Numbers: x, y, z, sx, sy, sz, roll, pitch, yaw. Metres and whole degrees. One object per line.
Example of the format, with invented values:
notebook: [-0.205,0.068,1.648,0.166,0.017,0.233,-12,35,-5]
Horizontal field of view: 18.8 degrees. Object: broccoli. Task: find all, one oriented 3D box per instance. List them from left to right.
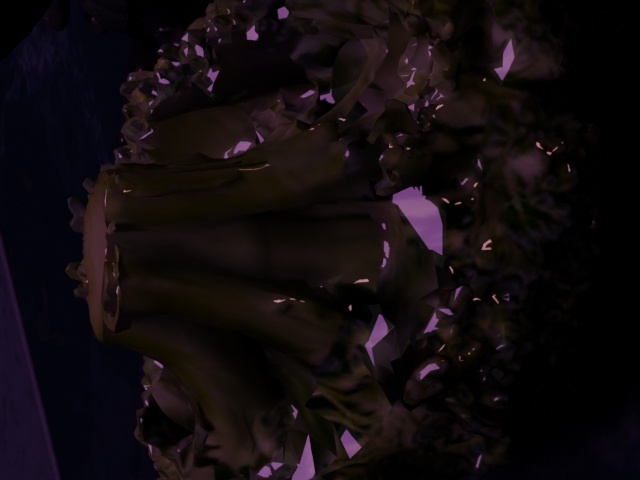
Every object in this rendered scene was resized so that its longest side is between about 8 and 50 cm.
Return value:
broccoli: [0.003,-0.001,0.662,0.226,0.176,0.198,94,152,-66]

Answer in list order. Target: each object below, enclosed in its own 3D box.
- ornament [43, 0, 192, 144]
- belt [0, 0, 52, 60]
ornament: [-0.065,-0.146,0.894,0.236,0.080,0.202,-126,43,-52]
belt: [-0.180,-0.200,0.850,0.184,0.164,0.289,-10,61,33]
